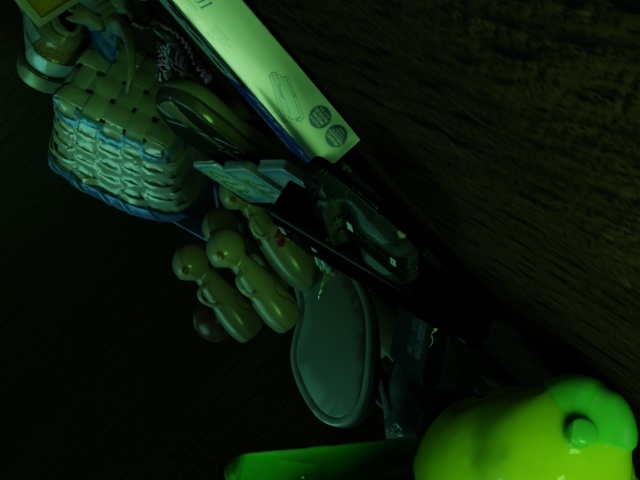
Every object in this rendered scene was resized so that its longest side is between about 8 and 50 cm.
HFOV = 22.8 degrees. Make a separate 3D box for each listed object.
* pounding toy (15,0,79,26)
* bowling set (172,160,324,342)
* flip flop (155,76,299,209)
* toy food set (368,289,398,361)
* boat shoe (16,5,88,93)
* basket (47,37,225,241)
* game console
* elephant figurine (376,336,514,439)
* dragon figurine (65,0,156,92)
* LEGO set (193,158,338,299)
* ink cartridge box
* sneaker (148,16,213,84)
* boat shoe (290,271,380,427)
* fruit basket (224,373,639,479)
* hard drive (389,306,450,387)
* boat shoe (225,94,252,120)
[{"bbox_3d":[-0.296,-0.314,1.821,0.100,0.130,0.141,60,-176,35],"label":"pounding toy"},{"bbox_3d":[-0.102,0.022,1.751,0.154,0.200,0.287,50,-155,-9],"label":"bowling set"},{"bbox_3d":[-0.061,-0.096,1.584,0.112,0.080,0.277,9,158,39],"label":"flip flop"},{"bbox_3d":[0.082,0.145,2.487,0.220,0.092,0.306,49,177,-20],"label":"toy food set"},{"bbox_3d":[-0.352,-0.331,2.144,0.113,0.103,0.302,13,-138,-26],"label":"boat shoe"},{"bbox_3d":[-0.230,-0.122,2.108,0.254,0.201,0.289,26,148,11],"label":"basket"},{"bbox_3d":[0.053,0.007,1.299,0.213,0.044,0.361,31,175,7],"label":"game console"},{"bbox_3d":[0.126,0.196,1.836,0.169,0.186,0.239,26,168,-2],"label":"elephant figurine"},{"bbox_3d":[-0.257,-0.277,1.944,0.289,0.085,0.144,51,-179,29],"label":"dragon figurine"},{"bbox_3d":[0.000,0.000,1.559,0.244,0.060,0.182,33,164,-30],"label":"LEGO set"},{"bbox_3d":[-0.060,-0.150,1.268,0.207,0.046,0.097,48,177,-24],"label":"ink cartridge box"},{"bbox_3d":[-0.179,-0.217,1.911,0.047,0.057,0.119,47,176,47],"label":"sneaker"},{"bbox_3d":[0.029,0.095,1.870,0.099,0.116,0.319,40,-153,-41],"label":"boat shoe"},{"bbox_3d":[0.130,0.223,1.289,0.392,0.392,0.283,50,-178,-35],"label":"fruit basket"},{"bbox_3d":[0.105,0.092,1.652,0.022,0.094,0.135,9,-174,-13],"label":"hard drive"},{"bbox_3d":[-0.109,-0.142,1.930,0.048,0.056,0.153,52,169,-5],"label":"boat shoe"}]
